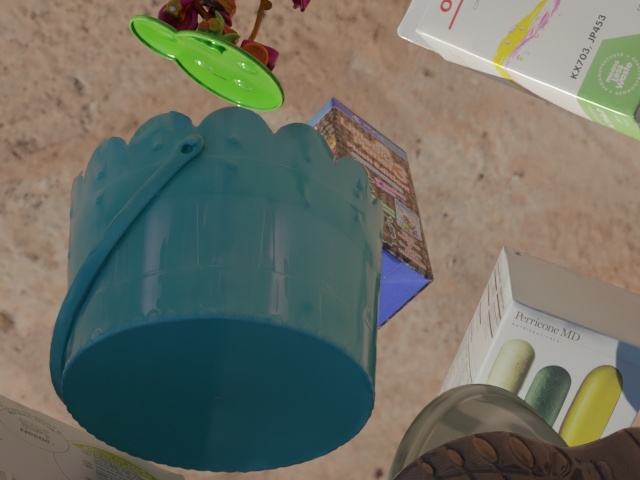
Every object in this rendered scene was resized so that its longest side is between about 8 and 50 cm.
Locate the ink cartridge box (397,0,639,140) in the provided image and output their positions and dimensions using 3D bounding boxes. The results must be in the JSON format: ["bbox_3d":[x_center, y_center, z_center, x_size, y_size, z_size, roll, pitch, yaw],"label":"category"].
[{"bbox_3d":[0.256,-0.282,1.404,0.353,0.119,0.207,27,93,25],"label":"ink cartridge box"}]

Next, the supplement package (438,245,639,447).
[{"bbox_3d":[0.277,0.183,1.526,0.199,0.198,0.263,20,110,-1],"label":"supplement package"}]

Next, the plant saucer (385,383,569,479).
[{"bbox_3d":[0.214,0.341,1.232,0.100,0.400,0.400,-15,118,40],"label":"plant saucer"}]

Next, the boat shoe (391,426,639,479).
[{"bbox_3d":[0.178,0.231,0.974,0.324,0.123,0.116,5,136,-31],"label":"boat shoe"}]

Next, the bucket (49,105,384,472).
[{"bbox_3d":[-0.079,0.052,0.965,0.281,0.183,0.281,0,142,0],"label":"bucket"}]

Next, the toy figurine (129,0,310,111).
[{"bbox_3d":[-0.082,-0.242,1.227,0.173,0.159,0.130,26,163,0],"label":"toy figurine"}]

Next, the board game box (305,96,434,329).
[{"bbox_3d":[0.000,0.000,1.547,0.141,0.291,0.232,34,117,-25],"label":"board game box"}]

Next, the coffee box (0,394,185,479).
[{"bbox_3d":[-0.305,0.325,0.928,0.338,0.334,0.338,28,97,-20],"label":"coffee box"}]
